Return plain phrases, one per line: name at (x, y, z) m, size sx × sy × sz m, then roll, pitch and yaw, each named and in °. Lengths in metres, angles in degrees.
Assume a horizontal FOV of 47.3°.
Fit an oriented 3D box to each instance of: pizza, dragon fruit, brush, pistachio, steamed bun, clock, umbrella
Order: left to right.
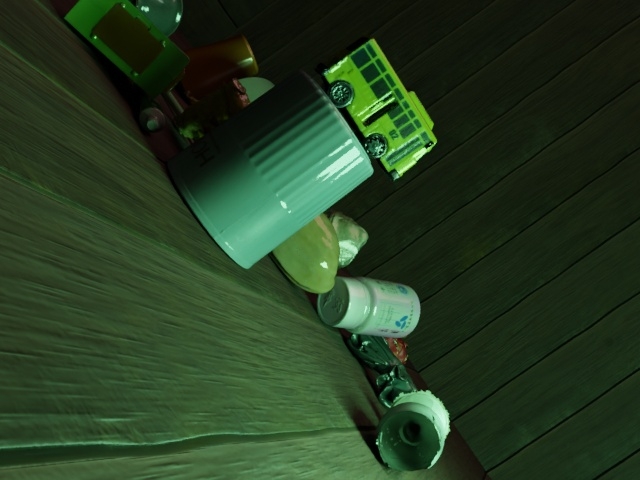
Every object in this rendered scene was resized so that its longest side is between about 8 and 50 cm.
clock at (-0.382, -0.394, 1.488) m, size 0.220 × 0.106 × 0.255 m, roll 43°, pitch -1°, yaw -13°
brush at (-0.343, -0.312, 1.835) m, size 0.039 × 0.042 × 0.299 m, roll -5°, pitch 50°, yaw -44°
pizza at (-0.242, -0.245, 1.680) m, size 0.287 × 0.075 × 0.280 m, roll 12°, pitch -44°, yaw 39°
pistachio at (-0.054, -0.002, 1.792) m, size 0.293 × 0.181 × 0.162 m, roll 58°, pitch -33°, yaw 7°
steamed bun at (-0.002, 0.002, 2.024) m, size 0.144 × 0.211 × 0.218 m, roll 39°, pitch 3°, yaw -38°
umbrella at (0.148, 0.310, 1.954) m, size 0.349 × 0.094 × 0.143 m, roll 55°, pitch 10°, yaw 35°
dragon fruit at (0.183, 0.314, 2.126) m, size 0.133 × 0.136 × 0.166 m, roll 13°, pitch -25°, yaw 44°

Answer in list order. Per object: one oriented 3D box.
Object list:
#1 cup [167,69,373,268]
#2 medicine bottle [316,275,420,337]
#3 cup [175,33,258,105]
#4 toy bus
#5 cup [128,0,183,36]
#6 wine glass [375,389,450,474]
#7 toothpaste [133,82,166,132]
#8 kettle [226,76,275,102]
cup at (-0.084, -0.137, 1.421) m, size 0.257 × 0.311 × 0.331 m, roll 55°, pitch 4°, yaw 4°
medicine bottle at (0.125, 0.170, 1.888) m, size 0.254 × 0.152 × 0.152 m, roll 13°, pitch 32°, yaw -40°
cup at (-0.328, -0.515, 2.282) m, size 0.182 × 0.264 × 0.226 m, roll 84°, pitch -18°, yaw -82°
toy bus at (0.112, -0.260, 1.433) m, size 0.262 × 0.150 × 0.128 m, roll 54°, pitch 5°, yaw -18°
cup at (-0.517, -0.677, 2.089) m, size 0.199 × 0.199 × 0.150 m, roll 54°, pitch 22°, yaw 1°
wine glass at (0.185, 0.383, 1.472) m, size 0.143 × 0.143 × 0.321 m, roll 55°, pitch 7°, yaw 12°
toothpaste at (-0.339, -0.262, 1.444) m, size 0.078 × 0.047 × 0.248 m, roll 46°, pitch 6°, yaw -28°
kettle at (-0.183, -0.246, 2.010) m, size 0.361 × 0.250 × 0.377 m, roll 11°, pitch 42°, yaw -54°
